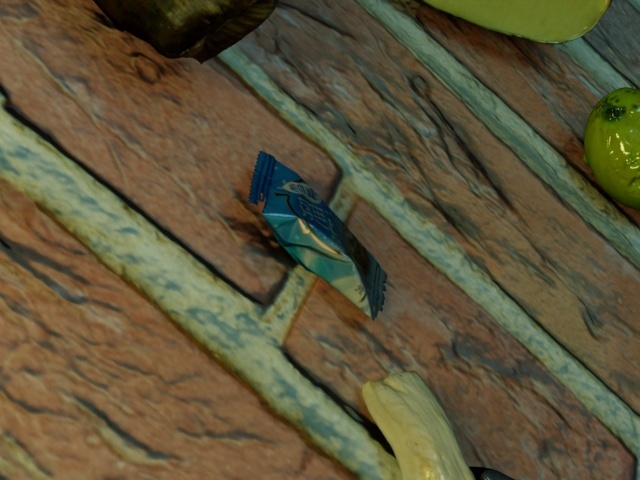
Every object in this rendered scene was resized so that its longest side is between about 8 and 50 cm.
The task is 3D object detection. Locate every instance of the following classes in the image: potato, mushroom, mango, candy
[{"bbox_3d":[0.170,-0.291,1.463,0.271,0.160,0.111,9,10,-33],"label":"potato"},{"bbox_3d":[0.076,0.158,0.937,0.059,0.054,0.202,18,38,-36],"label":"mushroom"},{"bbox_3d":[0.321,-0.086,1.446,0.178,0.100,0.119,19,80,-48],"label":"mango"},{"bbox_3d":[0.000,0.000,1.034,0.136,0.038,0.088,45,18,-17],"label":"candy"}]

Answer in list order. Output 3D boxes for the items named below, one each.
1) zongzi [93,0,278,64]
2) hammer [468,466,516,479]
[{"bbox_3d":[-0.113,-0.278,1.116,0.289,0.154,0.317,57,24,0],"label":"zongzi"},{"bbox_3d":[0.206,0.217,1.034,0.290,0.037,0.137,28,37,-27],"label":"hammer"}]
